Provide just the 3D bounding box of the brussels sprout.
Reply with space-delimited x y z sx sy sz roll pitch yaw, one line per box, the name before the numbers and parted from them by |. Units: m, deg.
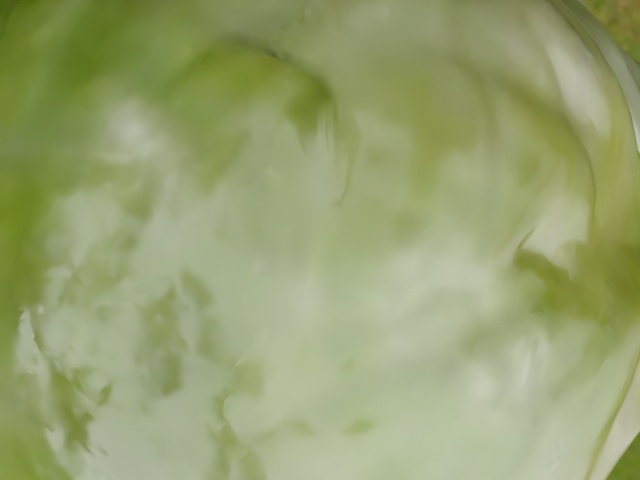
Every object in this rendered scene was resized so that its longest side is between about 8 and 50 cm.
brussels sprout | -0.007 0.011 0.676 0.316 0.274 0.242 15 176 -38
